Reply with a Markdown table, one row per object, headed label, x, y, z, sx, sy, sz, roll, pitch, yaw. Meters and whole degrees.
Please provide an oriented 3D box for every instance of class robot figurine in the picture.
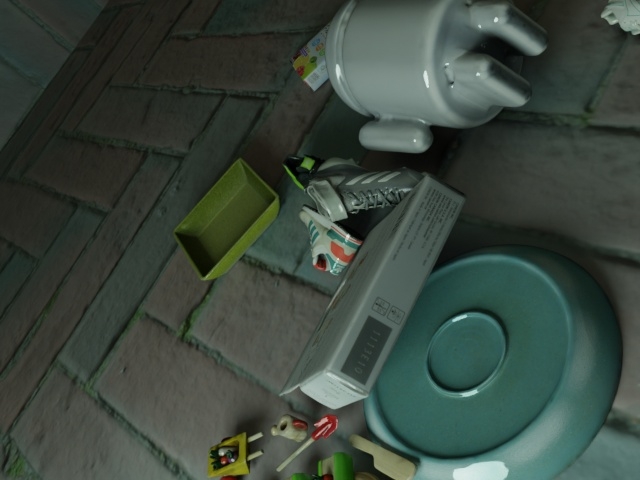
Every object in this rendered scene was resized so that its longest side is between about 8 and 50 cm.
| label | x | y | z | sx | sy | sz | roll | pitch | yaw |
| --- | --- | --- | --- | --- | --- | --- | --- | --- | --- |
| robot figurine | 0.143 | -0.267 | 1.073 | 0.353 | 0.200 | 0.300 | 20 | 88 | 50 |

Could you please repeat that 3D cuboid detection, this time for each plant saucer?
| label | x | y | z | sx | sy | sz | roll | pitch | yaw |
| --- | --- | --- | --- | --- | --- | --- | --- | --- | --- |
| plant saucer | 0.170 | 0.133 | 0.841 | 0.317 | 0.044 | 0.317 | -26 | 44 | 28 |
| plant saucer | -0.155 | -0.032 | 1.297 | 0.188 | 0.045 | 0.188 | -48 | 37 | 3 |

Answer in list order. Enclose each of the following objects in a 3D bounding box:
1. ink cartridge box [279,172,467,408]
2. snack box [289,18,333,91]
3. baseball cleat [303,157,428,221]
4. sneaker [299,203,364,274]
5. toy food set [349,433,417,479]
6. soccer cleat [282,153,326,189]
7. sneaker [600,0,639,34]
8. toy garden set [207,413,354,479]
| label | x | y | z | sx | sy | sz | roll | pitch | yaw |
| --- | --- | --- | --- | --- | --- | --- | --- | --- | --- |
| ink cartridge box | 0.058 | 0.077 | 0.932 | 0.275 | 0.060 | 0.239 | -60 | 3 | -23 |
| snack box | 0.014 | -0.357 | 1.408 | 0.141 | 0.037 | 0.100 | -41 | 39 | 11 |
| baseball cleat | 0.069 | -0.057 | 1.044 | 0.206 | 0.072 | 0.109 | 14 | 51 | 38 |
| sneaker | 0.000 | 0.000 | 1.108 | 0.161 | 0.057 | 0.075 | 34 | 98 | 57 |
| toy food set | 0.041 | 0.320 | 0.823 | 0.132 | 0.038 | 0.192 | 13 | 74 | 57 |
| soccer cleat | 0.007 | -0.100 | 1.171 | 0.179 | 0.072 | 0.060 | 15 | 70 | 50 |
| sneaker | 0.416 | -0.284 | 0.945 | 0.061 | 0.054 | 0.152 | -53 | 31 | 11 |
| toy garden set | -0.065 | 0.299 | 0.899 | 0.244 | 0.049 | 0.204 | -36 | 38 | 31 |
